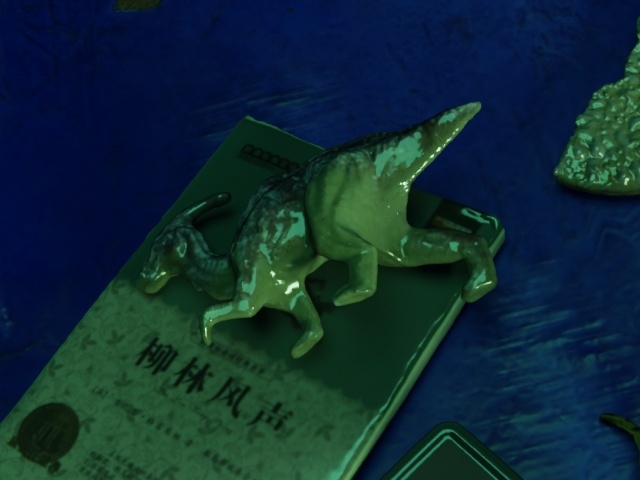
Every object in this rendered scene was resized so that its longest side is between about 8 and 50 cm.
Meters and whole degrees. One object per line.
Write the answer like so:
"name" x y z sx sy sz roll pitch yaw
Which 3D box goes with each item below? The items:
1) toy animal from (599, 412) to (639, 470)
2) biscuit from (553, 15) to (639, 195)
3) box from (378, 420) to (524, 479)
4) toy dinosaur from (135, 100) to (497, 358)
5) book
"toy animal" 0.208 0.200 0.649 0.116 0.114 0.255 11 46 -6
"biscuit" 0.300 -0.123 0.875 0.133 0.032 0.250 23 64 23
"box" 0.076 0.188 0.722 0.126 0.031 0.091 -41 58 -13
"toy dinosaur" -0.003 -0.003 0.798 0.294 0.077 0.162 -17 56 1
"book" -0.060 0.085 0.819 0.264 0.031 0.379 24 65 24
